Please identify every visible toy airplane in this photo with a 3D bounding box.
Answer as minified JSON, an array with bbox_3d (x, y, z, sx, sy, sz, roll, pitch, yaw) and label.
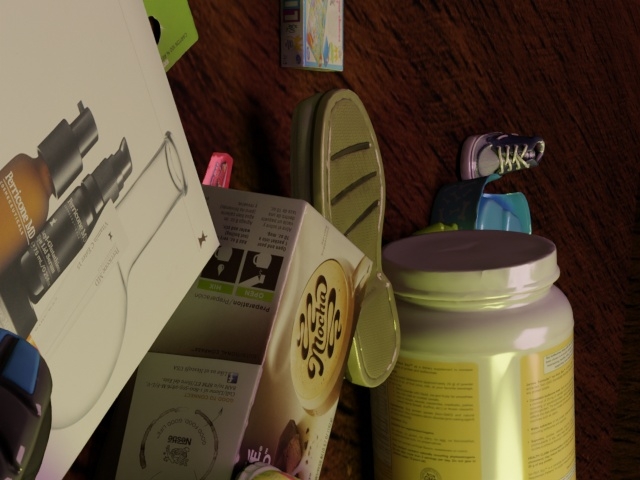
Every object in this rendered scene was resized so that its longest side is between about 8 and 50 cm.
[{"bbox_3d":[-0.115,-0.006,1.057,0.151,0.028,0.151,-34,128,-58],"label":"toy airplane"}]

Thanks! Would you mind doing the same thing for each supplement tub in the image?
[{"bbox_3d":[0.175,0.170,1.478,0.241,0.241,0.331,-29,119,-63],"label":"supplement tub"}]

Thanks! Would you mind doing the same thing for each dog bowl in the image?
[{"bbox_3d":[0.228,0.001,1.796,0.297,0.074,0.166,21,72,-66],"label":"dog bowl"}]

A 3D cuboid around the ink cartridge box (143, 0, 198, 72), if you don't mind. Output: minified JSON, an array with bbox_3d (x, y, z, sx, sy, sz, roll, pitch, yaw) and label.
[{"bbox_3d":[-0.123,-0.226,0.934,0.189,0.097,0.255,-59,143,-48],"label":"ink cartridge box"}]

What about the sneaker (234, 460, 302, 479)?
[{"bbox_3d":[-0.003,0.217,0.943,0.208,0.094,0.082,28,75,-62],"label":"sneaker"}]

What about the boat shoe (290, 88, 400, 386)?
[{"bbox_3d":[0.000,0.000,1.231,0.113,0.103,0.302,-31,122,-48],"label":"boat shoe"}]

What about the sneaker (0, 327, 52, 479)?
[{"bbox_3d":[-0.241,0.201,0.655,0.341,0.125,0.140,-60,161,-13],"label":"sneaker"}]

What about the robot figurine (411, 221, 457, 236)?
[{"bbox_3d":[0.146,0.025,1.614,0.115,0.067,0.101,-57,132,-49],"label":"robot figurine"}]

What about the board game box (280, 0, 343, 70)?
[{"bbox_3d":[-0.008,-0.250,1.286,0.103,0.026,0.154,-10,101,-66],"label":"board game box"}]

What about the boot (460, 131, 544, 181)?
[{"bbox_3d":[0.267,-0.126,1.857,0.190,0.086,0.069,-37,125,-61],"label":"boot"}]

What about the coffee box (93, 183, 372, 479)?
[{"bbox_3d":[-0.069,0.124,1.026,0.168,0.118,0.297,42,60,-62],"label":"coffee box"}]

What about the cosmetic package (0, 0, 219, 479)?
[{"bbox_3d":[-0.201,-0.066,0.776,0.284,0.097,0.377,-63,146,-48],"label":"cosmetic package"}]
